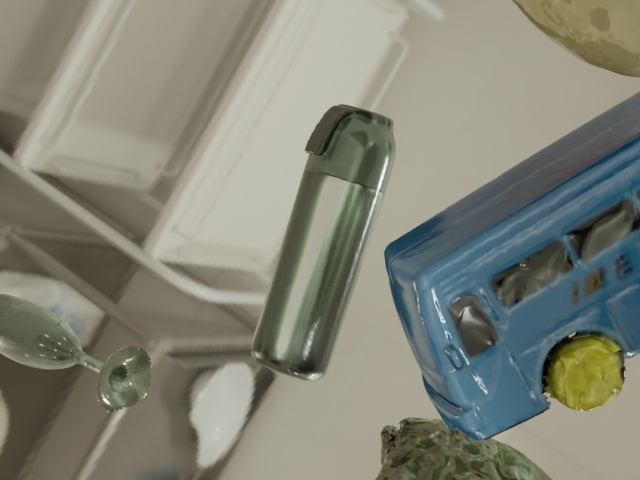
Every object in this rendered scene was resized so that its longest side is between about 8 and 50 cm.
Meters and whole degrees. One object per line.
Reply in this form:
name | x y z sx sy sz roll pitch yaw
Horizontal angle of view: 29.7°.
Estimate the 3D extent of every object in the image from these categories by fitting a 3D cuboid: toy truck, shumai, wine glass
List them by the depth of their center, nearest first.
toy truck | 0.229 -0.009 0.887 0.385 0.162 0.161 -31 -169 -1
shumai | 0.142 0.275 0.988 0.189 0.218 0.256 -87 178 -78
wine glass | -0.242 0.097 1.100 0.066 0.198 0.066 -22 120 -44

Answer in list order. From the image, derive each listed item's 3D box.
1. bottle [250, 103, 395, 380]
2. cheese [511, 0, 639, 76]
bottle | 0.000 0.000 1.114 0.096 0.079 0.254 17 91 -46
cheese | 0.106 -0.278 0.781 0.129 0.328 0.351 103 -10 -77
